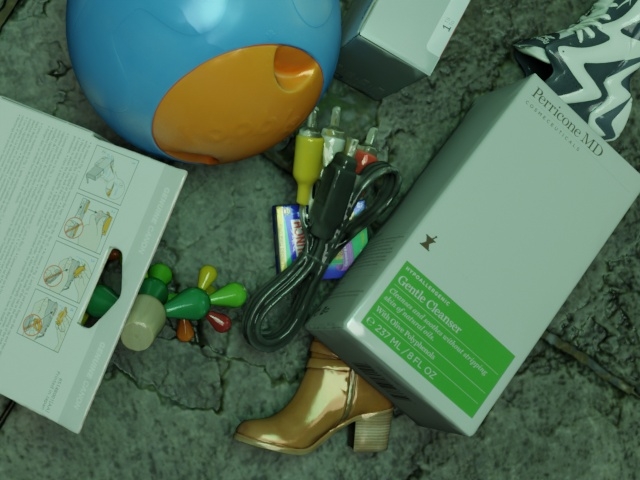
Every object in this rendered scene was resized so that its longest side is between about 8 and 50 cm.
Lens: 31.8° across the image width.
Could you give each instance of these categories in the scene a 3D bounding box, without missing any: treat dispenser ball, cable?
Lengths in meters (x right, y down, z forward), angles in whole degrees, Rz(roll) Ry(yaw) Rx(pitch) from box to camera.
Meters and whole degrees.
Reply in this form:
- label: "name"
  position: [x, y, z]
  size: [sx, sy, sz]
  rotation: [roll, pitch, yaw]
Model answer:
- label: "treat dispenser ball"
  position: [-0.122, -0.223, 1.181]
  size: [0.288, 0.288, 0.288]
  rotation: [0, 91, -10]
- label: "cable"
  position: [-0.002, -0.007, 1.293]
  size: [0.139, 0.072, 0.287]
  rotation: [15, 102, -36]

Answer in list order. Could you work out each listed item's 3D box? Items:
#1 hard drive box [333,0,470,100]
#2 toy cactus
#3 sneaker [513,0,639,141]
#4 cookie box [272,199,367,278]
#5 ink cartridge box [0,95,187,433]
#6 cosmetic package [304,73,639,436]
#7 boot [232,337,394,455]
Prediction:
- label: "hard drive box"
  position: [0.094, -0.264, 1.247]
  size: [0.089, 0.232, 0.181]
  rotation: [29, 86, -9]
- label: "toy cactus"
  position: [-0.195, 0.076, 1.235]
  size: [0.218, 0.180, 0.112]
  rotation: [12, 109, -5]
- label: "sneaker"
  position: [0.312, -0.248, 1.354]
  size: [0.153, 0.094, 0.235]
  rotation: [14, 98, -18]
- label: "cookie box"
  position: [0.000, 0.000, 1.330]
  size: [0.107, 0.040, 0.092]
  rotation: [-5, 92, -9]
- label: "ink cartridge box"
  position: [-0.295, 0.023, 1.210]
  size: [0.261, 0.066, 0.296]
  rotation: [22, 87, 19]
- label: "cosmetic package"
  position: [0.175, 0.016, 1.277]
  size: [0.197, 0.155, 0.366]
  rotation: [40, 76, -11]
- label: "boot"
  position: [-0.007, 0.170, 1.318]
  size: [0.197, 0.073, 0.152]
  rotation: [1, 90, -20]
